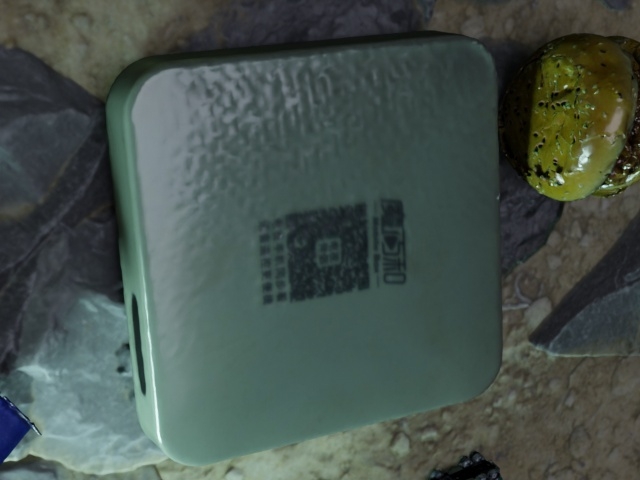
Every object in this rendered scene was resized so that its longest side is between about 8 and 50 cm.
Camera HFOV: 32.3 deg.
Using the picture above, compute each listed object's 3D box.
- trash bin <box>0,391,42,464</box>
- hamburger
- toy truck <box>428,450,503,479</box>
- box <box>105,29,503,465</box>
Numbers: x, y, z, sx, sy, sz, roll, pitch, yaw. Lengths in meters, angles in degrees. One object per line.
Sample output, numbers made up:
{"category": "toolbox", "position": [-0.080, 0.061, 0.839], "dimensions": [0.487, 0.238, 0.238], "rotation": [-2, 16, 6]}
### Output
{"category": "trash bin", "position": [-0.360, 0.185, 0.866], "dimensions": [0.234, 0.184, 0.162], "rotation": [-48, 117, -22]}
{"category": "hamburger", "position": [0.250, -0.125, 1.088], "dimensions": [0.113, 0.177, 0.186], "rotation": [-6, 61, -25]}
{"category": "toy truck", "position": [0.157, 0.263, 1.193], "dimensions": [0.083, 0.039, 0.044], "rotation": [-18, 122, -23]}
{"category": "box", "position": [0.000, 0.000, 1.033], "dimensions": [0.373, 0.090, 0.367], "rotation": [-9, 106, -25]}
